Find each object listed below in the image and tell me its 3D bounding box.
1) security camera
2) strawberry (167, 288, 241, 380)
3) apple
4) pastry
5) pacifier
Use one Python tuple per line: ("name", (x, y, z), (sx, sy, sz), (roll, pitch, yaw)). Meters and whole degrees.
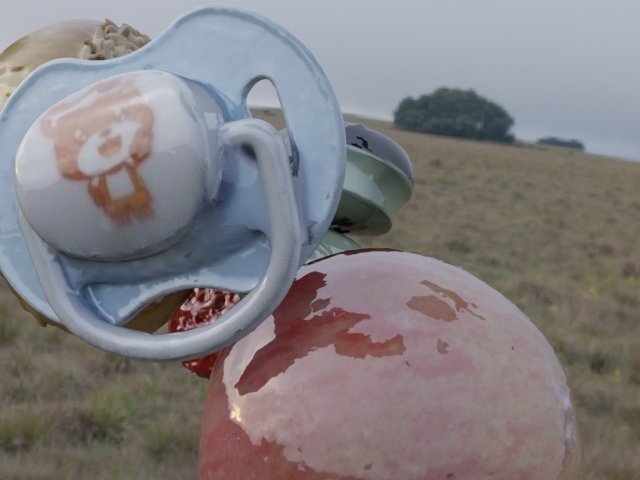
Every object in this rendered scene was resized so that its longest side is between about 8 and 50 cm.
("security camera", (0.000, 0.000, 1.237), (0.191, 0.277, 0.197), (28, -20, -26))
("strawberry", (-0.114, 0.088, 1.581), (0.292, 0.309, 0.292), (-3, 3, 0))
("apple", (0.063, 0.174, 0.725), (0.270, 0.344, 0.345), (-6, 3, 15))
("pastry", (-0.258, -0.074, 1.188), (0.245, 0.409, 0.409), (-8, 2, 17))
("pacifier", (-0.098, -0.033, 0.685), (0.279, 0.227, 0.207), (-15, -2, 18))
